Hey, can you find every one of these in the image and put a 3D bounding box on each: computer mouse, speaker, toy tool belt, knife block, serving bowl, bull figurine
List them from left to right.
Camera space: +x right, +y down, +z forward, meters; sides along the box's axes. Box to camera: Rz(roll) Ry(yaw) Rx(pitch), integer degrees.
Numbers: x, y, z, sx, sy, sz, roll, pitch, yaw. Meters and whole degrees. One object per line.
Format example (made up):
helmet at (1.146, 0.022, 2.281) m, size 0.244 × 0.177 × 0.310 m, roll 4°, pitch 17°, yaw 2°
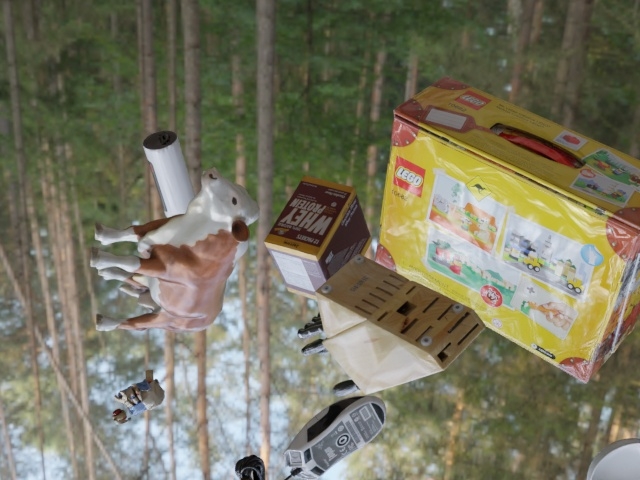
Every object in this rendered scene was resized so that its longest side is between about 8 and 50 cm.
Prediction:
toy tool belt at (-0.268, 0.222, 1.314) m, size 0.083 × 0.051 × 0.052 m, roll -27°, pitch -165°, yaw -6°
speaker at (-0.229, -0.100, 1.409) m, size 0.055 × 0.136 × 0.055 m, roll -7°, pitch -141°, yaw 5°
bull figurine at (-0.181, 0.028, 1.125) m, size 0.189 × 0.310 × 0.101 m, roll 2°, pitch -124°, yaw -11°
computer mouse at (-0.009, 0.239, 1.052) m, size 0.193 × 0.106 × 0.042 m, roll -34°, pitch -142°, yaw -12°
knife block at (0.086, 0.150, 1.212) m, size 0.276 × 0.242 × 0.088 m, roll 26°, pitch -126°, yaw 37°
serving bowl at (0.288, 0.219, 0.862) m, size 0.083 × 0.083 × 0.027 m, roll 0°, pitch -161°, yaw -8°

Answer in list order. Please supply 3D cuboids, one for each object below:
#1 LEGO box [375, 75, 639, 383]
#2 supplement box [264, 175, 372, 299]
LEGO box at (0.365, -0.028, 1.714) m, size 0.500 × 0.372 × 0.193 m, roll 31°, pitch -133°, yaw 27°
supplement box at (0.000, 0.000, 2.007) m, size 0.129 × 0.194 × 0.191 m, roll 15°, pitch -120°, yaw 27°
